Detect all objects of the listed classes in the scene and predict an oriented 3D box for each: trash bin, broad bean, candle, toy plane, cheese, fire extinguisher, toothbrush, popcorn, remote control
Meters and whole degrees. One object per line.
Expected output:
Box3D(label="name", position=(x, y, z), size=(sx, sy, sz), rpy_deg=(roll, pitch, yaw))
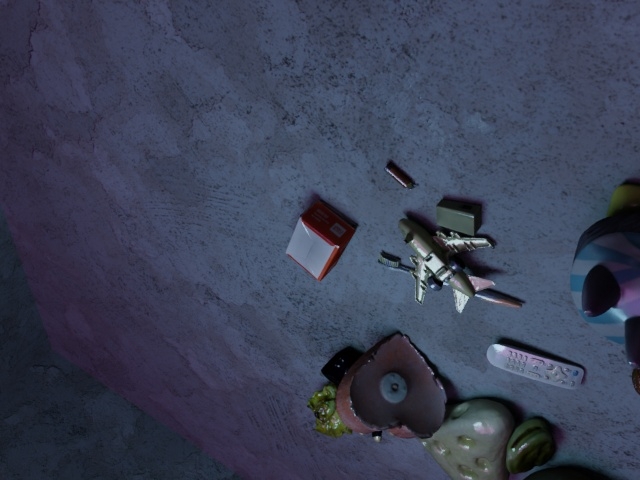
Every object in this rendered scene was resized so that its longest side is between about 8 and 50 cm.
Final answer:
Box3D(label="trash bin", position=(0.306, -0.052, 1.361), size=(0.092, 0.043, 0.061), rpy_deg=(15, 134, 30))
Box3D(label="broad bean", position=(0.571, 0.576, 1.669), size=(0.072, 0.153, 0.207), rpy_deg=(-114, 14, -54))
Box3D(label="candle", position=(0.188, 0.407, 1.714), size=(0.316, 0.287, 0.131), rpy_deg=(12, 155, -26))
Box3D(label="toy plane", position=(0.277, 0.046, 1.433), size=(0.256, 0.104, 0.242), rpy_deg=(41, 122, -4))
Box3D(label="cheese", position=(0.467, 0.607, 1.770), size=(0.328, 0.129, 0.351), rpy_deg=(51, 142, -8))
Box3D(label="fire extinguisher", position=(0.183, -0.144, 1.393), size=(0.083, 0.022, 0.028), rpy_deg=(41, 110, 0))
Box3D(label="toothbrush", position=(0.310, 0.101, 1.510), size=(0.375, 0.028, 0.037), rpy_deg=(20, 129, 25))
Box3D(label="popcorn", position=(0.031, 0.573, 2.091), size=(0.168, 0.173, 0.195), rpy_deg=(20, 151, 56))
Box3D(label="remote control", position=(0.526, 0.304, 1.514), size=(0.229, 0.044, 0.073), rpy_deg=(14, 118, 18))

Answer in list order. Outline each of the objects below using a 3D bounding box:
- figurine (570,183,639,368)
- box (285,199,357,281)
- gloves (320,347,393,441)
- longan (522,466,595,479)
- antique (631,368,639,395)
Box3D(label="figurine", position=(0.592, 0.104, 1.015), size=(0.361, 0.378, 0.266), rpy_deg=(1, 126, 40))
Box3D(label="box", position=(0.000, 0.000, 1.614), size=(0.133, 0.099, 0.182), rpy_deg=(37, 142, 10))
Box3D(label="gloves", position=(0.138, 0.472, 1.888), size=(0.301, 0.152, 0.197), rpy_deg=(65, 148, 10))
Box3D(label="longan", position=(0.659, 0.766, 1.635), size=(0.318, 0.319, 0.319), rpy_deg=(22, 137, 22))
Box3D(label="antique", position=(0.717, 0.295, 1.305), size=(0.104, 0.104, 0.104), rpy_deg=(22, 137, 22))
